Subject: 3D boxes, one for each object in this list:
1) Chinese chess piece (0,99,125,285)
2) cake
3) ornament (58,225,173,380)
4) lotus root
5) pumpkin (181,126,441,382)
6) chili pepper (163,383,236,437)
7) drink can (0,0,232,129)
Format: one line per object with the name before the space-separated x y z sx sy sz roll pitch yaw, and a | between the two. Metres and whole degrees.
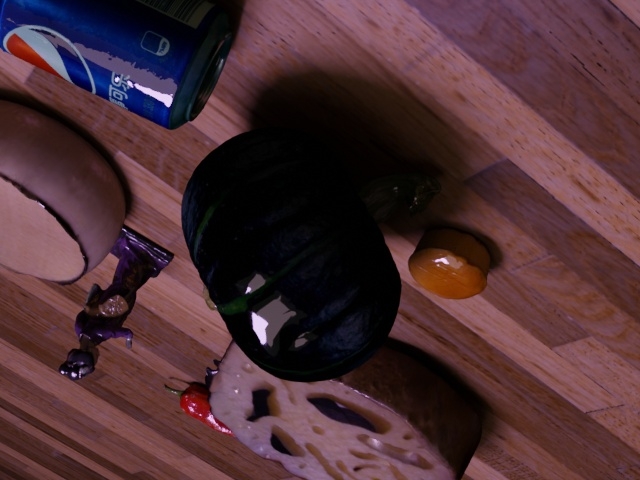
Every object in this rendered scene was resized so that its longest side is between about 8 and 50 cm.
Chinese chess piece | -0.354 -0.055 1.152 0.250 0.103 0.250 18 148 12
cake | 0.133 0.026 1.003 0.084 0.044 0.084 17 145 12
ornament | -0.258 0.091 1.217 0.081 0.203 0.088 25 146 -15
lotus root | 0.014 0.228 1.322 0.390 0.111 0.375 -2 138 40
pumpkin | 0.000 0.000 0.922 0.248 0.248 0.248 17 147 11
chili pepper | -0.166 0.268 1.538 0.191 0.059 0.050 21 140 9
drink can | -0.185 -0.184 0.838 0.205 0.118 0.118 26 148 0
